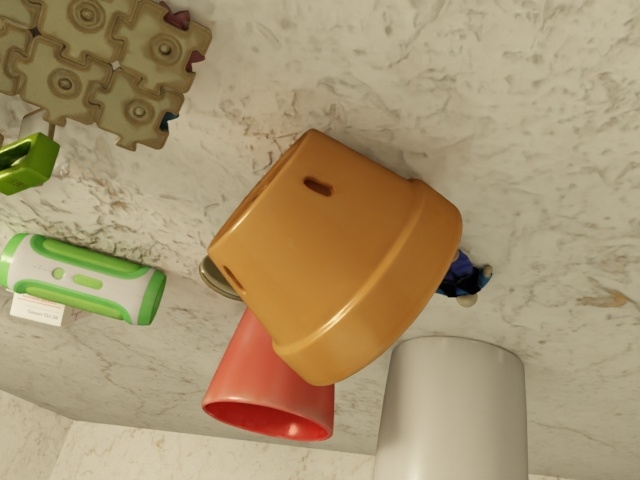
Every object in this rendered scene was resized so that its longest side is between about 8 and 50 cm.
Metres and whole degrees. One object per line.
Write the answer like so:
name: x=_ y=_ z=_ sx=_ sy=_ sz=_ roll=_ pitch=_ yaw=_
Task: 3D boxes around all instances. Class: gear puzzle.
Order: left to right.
gear puzzle: x=-0.296 y=-0.218 z=0.553 sx=0.338 sy=0.044 sz=0.175 roll=19 pitch=122 yaw=-26

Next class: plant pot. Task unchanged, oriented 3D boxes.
plant pot: x=-0.087 y=0.260 z=1.132 sx=0.274 sy=0.243 sz=0.275 roll=9 pitch=149 yaw=5
plant pot: x=0.000 y=0.000 z=0.678 sx=0.203 sy=0.291 sz=0.291 roll=41 pitch=142 yaw=-12

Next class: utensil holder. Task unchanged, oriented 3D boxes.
utensil holder: x=0.277 y=0.441 z=1.159 sx=0.327 sy=0.386 sz=0.328 roll=9 pitch=149 yaw=5

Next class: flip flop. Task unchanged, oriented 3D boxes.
flip flop: x=-0.073 y=0.059 z=0.952 sx=0.276 sy=0.112 sz=0.080 roll=13 pitch=123 yaw=4

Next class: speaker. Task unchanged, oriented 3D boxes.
speaker: x=-0.472 y=0.079 z=1.092 sx=0.296 sy=0.131 sz=0.131 roll=17 pitch=149 yaw=-8

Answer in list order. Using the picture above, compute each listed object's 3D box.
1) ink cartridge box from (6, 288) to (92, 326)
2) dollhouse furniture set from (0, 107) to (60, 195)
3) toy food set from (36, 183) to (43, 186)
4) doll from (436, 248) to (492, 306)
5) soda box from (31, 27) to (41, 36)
ink cartridge box: x=-0.593 y=0.137 z=1.197 sx=0.115 sy=0.067 sz=0.198 roll=12 pitch=-179 yaw=1
dollhouse furniture set: x=-0.484 y=-0.179 z=0.625 sx=0.197 sy=0.151 sz=0.301 roll=-15 pitch=151 yaw=20
toy food set: x=-0.560 y=-0.129 z=0.867 sx=0.132 sy=0.039 sz=0.192 roll=-4 pitch=145 yaw=26
doll: x=0.216 y=0.061 z=0.890 sx=0.129 sy=0.046 sz=0.189 roll=-17 pitch=146 yaw=25
soda box: x=-0.391 y=-0.237 z=0.612 sx=0.183 sy=0.058 sz=0.063 roll=18 pitch=149 yaw=-8
